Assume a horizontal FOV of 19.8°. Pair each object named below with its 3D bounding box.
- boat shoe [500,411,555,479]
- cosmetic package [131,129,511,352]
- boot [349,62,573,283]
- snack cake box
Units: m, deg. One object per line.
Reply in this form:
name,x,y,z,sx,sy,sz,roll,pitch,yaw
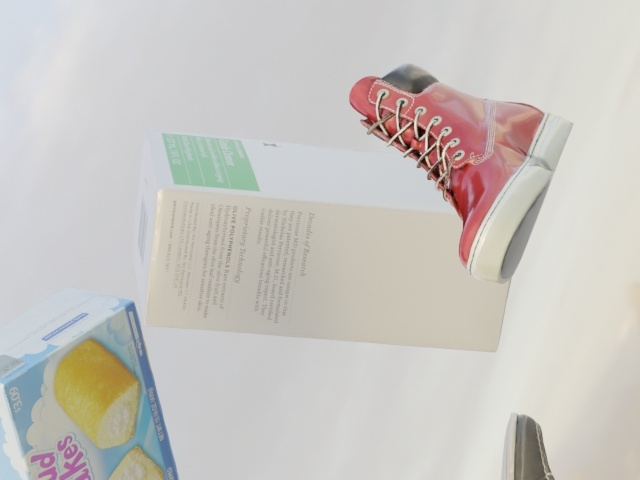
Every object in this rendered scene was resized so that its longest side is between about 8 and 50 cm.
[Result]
boat shoe,0.241,0.350,1.983,0.112,0.095,0.335,87,-174,-64
cosmetic package,0.000,0.000,1.871,0.197,0.365,0.155,-117,32,-67
boot,0.091,-0.060,1.423,0.244,0.176,0.088,-61,-8,-62
snack cake box,-0.208,0.191,1.541,0.152,0.089,0.264,-35,-57,-41
